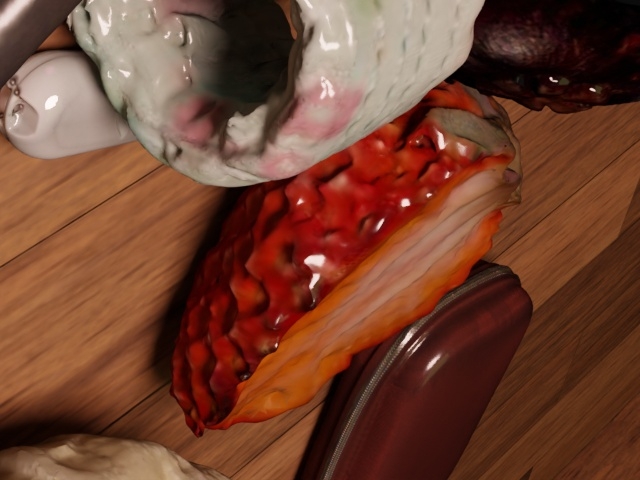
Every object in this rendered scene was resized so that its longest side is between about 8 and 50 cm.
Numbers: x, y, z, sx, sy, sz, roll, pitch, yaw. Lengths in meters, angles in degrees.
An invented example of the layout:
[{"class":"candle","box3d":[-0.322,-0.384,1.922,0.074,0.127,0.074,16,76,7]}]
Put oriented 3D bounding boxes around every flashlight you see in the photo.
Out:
[{"class":"flashlight","box3d":[-0.101,-0.085,0.645,0.200,0.047,0.093,-15,136,-50]}]

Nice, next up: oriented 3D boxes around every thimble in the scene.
[{"class":"thimble","box3d":[-0.026,-0.144,0.553,0.149,0.185,0.211,-30,107,-43]}]

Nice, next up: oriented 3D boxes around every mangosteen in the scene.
[{"class":"mangosteen","box3d":[0.150,-0.222,0.669,0.287,0.287,0.233,-27,172,-39]}]

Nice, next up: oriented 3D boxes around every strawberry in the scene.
[{"class":"strawberry","box3d":[0.000,0.000,0.826,0.336,0.149,0.265,-44,161,9]}]

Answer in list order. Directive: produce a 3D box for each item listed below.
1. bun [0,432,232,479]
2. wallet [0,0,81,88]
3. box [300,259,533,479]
[{"class":"bun","box3d":[-0.203,0.272,0.745,0.359,0.211,0.360,-37,167,-10]},{"class":"wallet","box3d":[-0.105,-0.147,0.405,0.377,0.197,0.051,-50,130,-4]},{"class":"box","box3d":[0.102,0.198,1.255,0.263,0.108,0.404,-23,142,-44]}]
